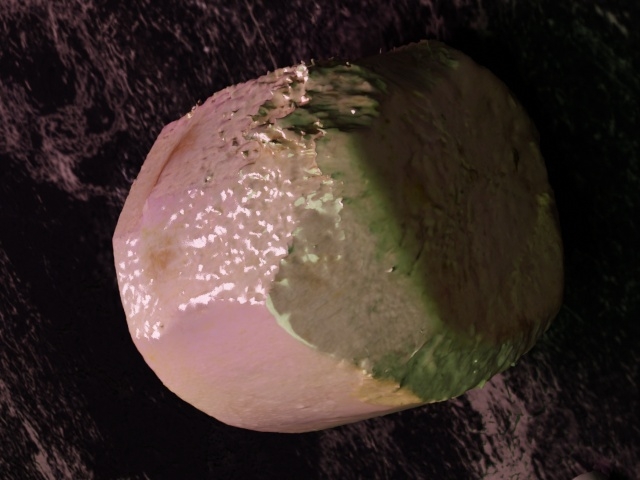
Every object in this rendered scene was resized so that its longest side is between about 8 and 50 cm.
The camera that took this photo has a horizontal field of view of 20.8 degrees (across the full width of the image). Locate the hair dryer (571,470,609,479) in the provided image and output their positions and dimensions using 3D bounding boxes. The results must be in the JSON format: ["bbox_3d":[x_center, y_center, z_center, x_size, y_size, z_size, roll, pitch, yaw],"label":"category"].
[{"bbox_3d":[0.270,0.312,1.463,0.267,0.092,0.229,71,174,-66],"label":"hair dryer"}]

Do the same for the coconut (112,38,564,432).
[{"bbox_3d":[0.000,0.000,1.346,0.309,0.297,0.297,-19,103,44],"label":"coconut"}]
